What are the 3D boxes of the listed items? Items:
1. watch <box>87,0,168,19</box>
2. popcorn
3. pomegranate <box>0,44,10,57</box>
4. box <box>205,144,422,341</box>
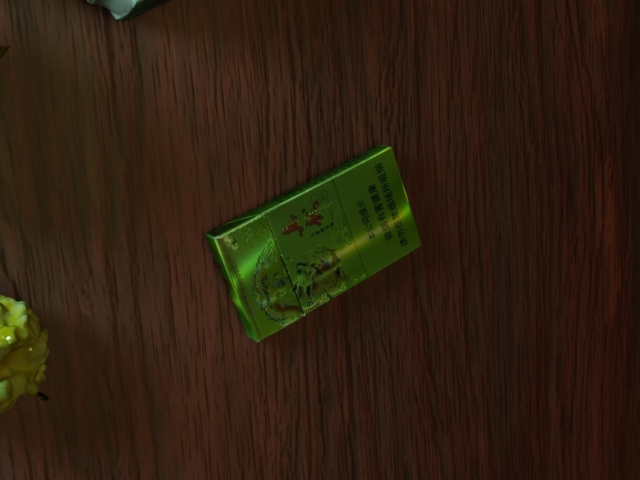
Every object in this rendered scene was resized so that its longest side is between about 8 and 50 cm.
[{"bbox_3d":[-0.201,-0.422,1.030,0.253,0.162,0.241,-32,105,-22],"label":"watch"},{"bbox_3d":[-0.403,0.144,1.012,0.180,0.180,0.170,-42,88,-17],"label":"popcorn"},{"bbox_3d":[-0.442,-0.161,0.903,0.256,0.221,0.221,-47,124,-55],"label":"pomegranate"},{"bbox_3d":[0.000,0.000,1.268,0.311,0.043,0.173,-28,112,-22],"label":"box"}]
